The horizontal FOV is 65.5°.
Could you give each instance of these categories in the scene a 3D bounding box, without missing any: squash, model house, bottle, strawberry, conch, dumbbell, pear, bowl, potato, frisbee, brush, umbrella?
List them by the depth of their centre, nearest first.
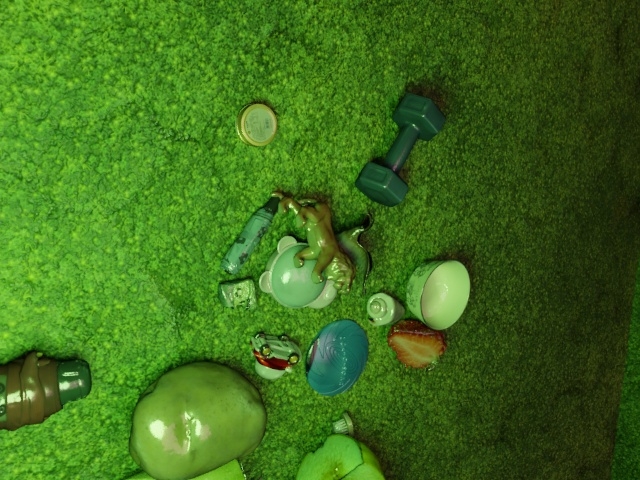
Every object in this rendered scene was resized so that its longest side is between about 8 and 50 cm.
[{"bbox_3d":[-0.595,0.290,0.969,0.271,0.143,0.156,-8,129,-32],"label":"bottle"},{"bbox_3d":[-0.282,0.410,1.157,0.326,0.221,0.243,-8,59,-40],"label":"potato"},{"bbox_3d":[-0.326,0.619,1.197,0.260,0.189,0.190,-9,104,-39],"label":"squash"},{"bbox_3d":[-0.212,0.141,1.258,0.083,0.066,0.079,-11,103,-32],"label":"model house"},{"bbox_3d":[-0.170,-0.022,1.264,0.053,0.052,0.251,31,71,-1],"label":"umbrella"},{"bbox_3d":[0.232,-0.262,1.452,0.160,0.144,0.325,37,78,-33],"label":"dumbbell"},{"bbox_3d":[0.087,0.723,1.482,0.292,0.159,0.293,-2,112,-6],"label":"pear"},{"bbox_3d":[0.061,0.360,1.512,0.242,0.045,0.242,-7,101,-35],"label":"frisbee"},{"bbox_3d":[0.206,0.222,1.581,0.176,0.094,0.105,23,71,-64],"label":"conch"},{"bbox_3d":[0.082,0.699,1.585,0.065,0.070,0.328,-13,109,-14],"label":"brush"},{"bbox_3d":[0.372,0.168,1.644,0.237,0.126,0.238,-7,103,-35],"label":"bowl"},{"bbox_3d":[0.319,0.327,1.661,0.175,0.107,0.236,-26,122,9],"label":"strawberry"}]

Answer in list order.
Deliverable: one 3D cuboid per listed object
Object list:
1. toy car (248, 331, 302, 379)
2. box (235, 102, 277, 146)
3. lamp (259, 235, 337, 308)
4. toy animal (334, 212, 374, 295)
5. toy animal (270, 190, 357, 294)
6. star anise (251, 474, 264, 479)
[{"bbox_3d":[-0.133,0.318,1.336,0.139,0.112,0.112,18,104,-27],"label":"toy car"},{"bbox_3d":[-0.158,-0.285,1.232,0.105,0.037,0.106,-7,102,-35],"label":"box"},{"bbox_3d":[-0.043,0.105,1.349,0.246,0.108,0.180,34,83,-36],"label":"lamp"},{"bbox_3d":[0.083,0.003,1.365,0.160,0.273,0.197,-3,144,-2],"label":"toy animal"},{"bbox_3d":[0.000,0.000,1.276,0.157,0.097,0.313,-17,88,-41],"label":"toy animal"},{"bbox_3d":[-0.232,0.728,1.373,0.140,0.144,0.159,-13,104,14],"label":"star anise"}]
